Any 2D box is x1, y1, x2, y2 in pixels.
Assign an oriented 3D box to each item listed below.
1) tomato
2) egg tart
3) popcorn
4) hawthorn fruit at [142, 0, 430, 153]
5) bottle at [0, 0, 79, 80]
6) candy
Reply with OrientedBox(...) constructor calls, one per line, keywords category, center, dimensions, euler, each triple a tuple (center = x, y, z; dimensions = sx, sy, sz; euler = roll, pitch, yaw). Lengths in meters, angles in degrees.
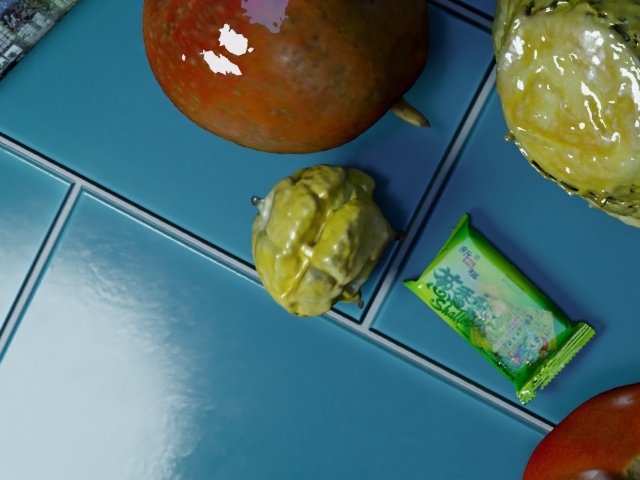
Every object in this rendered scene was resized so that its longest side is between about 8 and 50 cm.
OrientedBox(category="tomato", center=(0.328, 0.284, 1.592), dimensions=(0.299, 0.298, 0.226), euler=(-13, 131, 10))
OrientedBox(category="egg tart", center=(0.267, -0.144, 1.550), dimensions=(0.341, 0.132, 0.341), euler=(29, 130, 41))
OrientedBox(category="popcorn", center=(0.000, 0.000, 1.675), dimensions=(0.152, 0.167, 0.148), euler=(18, 66, -14))
OrientedBox(category="hawthorn fruit", center=(-0.014, -0.198, 1.619), dimensions=(0.298, 0.277, 0.277), euler=(36, 98, -11))
OrientedBox(category="bottle", center=(-0.357, -0.197, 1.745), dimensions=(0.330, 0.093, 0.093), euler=(-44, 86, 8))
OrientedBox(category="candy", center=(0.176, 0.068, 1.705), dimensions=(0.178, 0.032, 0.102), euler=(44, 98, 4))
